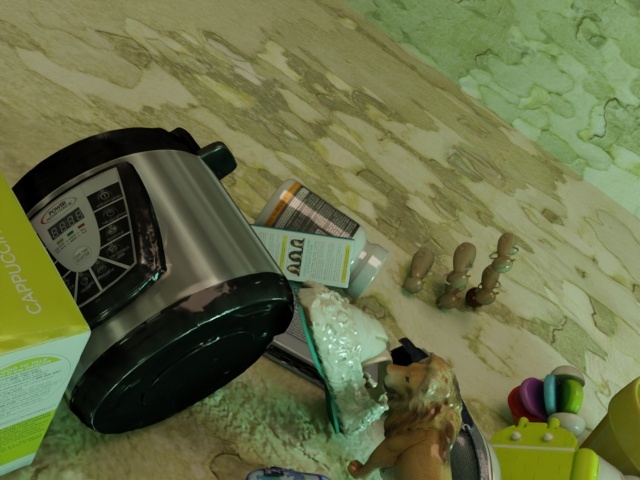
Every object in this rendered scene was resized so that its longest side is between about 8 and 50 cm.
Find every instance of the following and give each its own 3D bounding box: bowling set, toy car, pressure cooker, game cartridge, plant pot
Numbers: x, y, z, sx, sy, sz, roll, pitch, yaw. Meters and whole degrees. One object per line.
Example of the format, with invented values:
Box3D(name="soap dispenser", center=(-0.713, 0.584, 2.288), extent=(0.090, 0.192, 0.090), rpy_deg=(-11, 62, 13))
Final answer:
Box3D(name="bowling set", center=(0.367, 0.113, 1.658), extent=(0.200, 0.287, 0.154), rpy_deg=(59, 35, -24))
Box3D(name="toy car", center=(0.481, 0.350, 1.466), extent=(0.136, 0.182, 0.159), rpy_deg=(24, 52, -7))
Box3D(name="pressure cooker", center=(-0.291, 0.036, 1.053), extent=(0.370, 0.375, 0.420), rpy_deg=(-15, 62, -43))
Box3D(name="game cartridge", center=(-0.001, 0.197, 1.369), extent=(0.294, 0.060, 0.196), rpy_deg=(30, 39, -6))
Box3D(name="plant pot", center=(0.686, 0.457, 1.447), extent=(0.254, 0.239, 0.254), rpy_deg=(21, 37, -17))

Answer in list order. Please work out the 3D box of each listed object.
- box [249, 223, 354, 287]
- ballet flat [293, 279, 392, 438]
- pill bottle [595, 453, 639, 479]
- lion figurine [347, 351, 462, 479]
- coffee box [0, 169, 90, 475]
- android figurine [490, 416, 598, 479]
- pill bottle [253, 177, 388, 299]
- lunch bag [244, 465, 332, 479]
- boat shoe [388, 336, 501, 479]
Box3D(name="box", center=(-0.057, 0.029, 1.394), extent=(0.244, 0.100, 0.060), rpy_deg=(9, 3, 3))
Box3D(name="ballet flat", center=(0.051, 0.191, 1.138), extent=(0.147, 0.409, 0.147), rpy_deg=(-5, 50, 6))
Box3D(name="pill bottle", center=(0.615, 0.580, 1.281), extent=(0.361, 0.204, 0.204), rpy_deg=(36, 36, 4))
Box3D(name="lion figurine", center=(0.153, 0.381, 1.045), extent=(0.142, 0.240, 0.392), rpy_deg=(23, 36, -28))
Box3D(name="coffee box", center=(-0.533, 0.113, 0.803), extent=(0.338, 0.334, 0.337), rpy_deg=(-13, 57, -46))
Box3D(name="android figurine", center=(0.396, 0.430, 1.291), extent=(0.273, 0.248, 0.056), rpy_deg=(-45, 122, -51))
Box3D(name="pill bottle", center=(0.000, 0.000, 1.500), extent=(0.278, 0.162, 0.162), rpy_deg=(35, 36, 1))
Box3D(name="lunch bag", center=(-0.042, 0.454, 1.011), extent=(0.176, 0.090, 0.219), rpy_deg=(18, 40, -26))
Box3D(name="boat shoe", center=(0.211, 0.337, 1.283), extent=(0.158, 0.127, 0.340), rpy_deg=(36, 20, -36))
